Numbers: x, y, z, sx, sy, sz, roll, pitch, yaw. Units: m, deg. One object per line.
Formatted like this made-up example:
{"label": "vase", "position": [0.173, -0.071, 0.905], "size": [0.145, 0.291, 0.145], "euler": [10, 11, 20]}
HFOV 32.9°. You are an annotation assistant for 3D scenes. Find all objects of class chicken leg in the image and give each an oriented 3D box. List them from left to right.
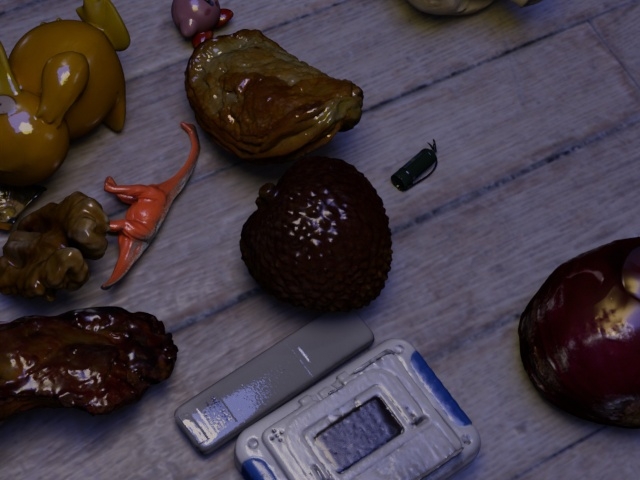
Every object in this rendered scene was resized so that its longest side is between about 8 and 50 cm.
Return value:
{"label": "chicken leg", "position": [-0.325, 0.163, 1.159], "size": [0.158, 0.096, 0.407], "euler": [34, 34, 27]}

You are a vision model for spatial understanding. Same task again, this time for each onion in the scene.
{"label": "onion", "position": [0.349, 0.102, 1.275], "size": [0.207, 0.206, 0.216], "euler": [-2, 63, -9]}

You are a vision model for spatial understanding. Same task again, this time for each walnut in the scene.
{"label": "walnut", "position": [-0.311, 0.013, 1.275], "size": [0.069, 0.170, 0.143], "euler": [47, 60, -34]}

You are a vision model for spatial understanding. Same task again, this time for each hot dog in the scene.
{"label": "hot dog", "position": [-0.057, -0.172, 1.382], "size": [0.175, 0.114, 0.259], "euler": [-23, 43, -31]}

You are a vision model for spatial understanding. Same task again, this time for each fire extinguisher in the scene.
{"label": "fire extinguisher", "position": [0.132, -0.098, 1.447], "size": [0.083, 0.025, 0.038], "euler": [-42, 113, -23]}

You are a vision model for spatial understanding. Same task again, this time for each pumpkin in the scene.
{"label": "pumpkin", "position": [-0.399, -0.048, 1.344], "size": [0.101, 0.035, 0.073], "euler": [18, 56, 11]}

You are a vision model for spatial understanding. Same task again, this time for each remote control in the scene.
{"label": "remote control", "position": [-0.052, 0.162, 1.293], "size": [0.261, 0.029, 0.067], "euler": [-32, 71, -23]}

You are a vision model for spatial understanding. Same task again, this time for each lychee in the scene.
{"label": "lychee", "position": [-0.002, -0.005, 1.295], "size": [0.194, 0.194, 0.194], "euler": [3, 64, -6]}

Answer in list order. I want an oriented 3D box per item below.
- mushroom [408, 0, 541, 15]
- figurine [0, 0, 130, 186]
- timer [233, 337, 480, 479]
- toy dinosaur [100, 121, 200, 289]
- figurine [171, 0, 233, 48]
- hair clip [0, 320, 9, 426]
{"label": "mushroom", "position": [0.232, -0.416, 1.504], "size": [0.234, 0.254, 0.260], "euler": [39, 107, 20]}
{"label": "figurine", "position": [-0.341, -0.183, 1.343], "size": [0.215, 0.215, 0.228], "euler": [46, 43, 15]}
{"label": "timer", "position": [0.044, 0.236, 1.239], "size": [0.253, 0.078, 0.178], "euler": [-31, 71, -20]}
{"label": "toy dinosaur", "position": [-0.225, -0.051, 1.359], "size": [0.101, 0.055, 0.279], "euler": [23, 62, -16]}
{"label": "figurine", "position": [-0.171, -0.312, 1.486], "size": [0.067, 0.071, 0.083], "euler": [-5, 45, 37]}
{"label": "hair clip", "position": [-0.443, 0.166, 1.215], "size": [0.257, 0.075, 0.146], "euler": [-15, 62, -20]}
